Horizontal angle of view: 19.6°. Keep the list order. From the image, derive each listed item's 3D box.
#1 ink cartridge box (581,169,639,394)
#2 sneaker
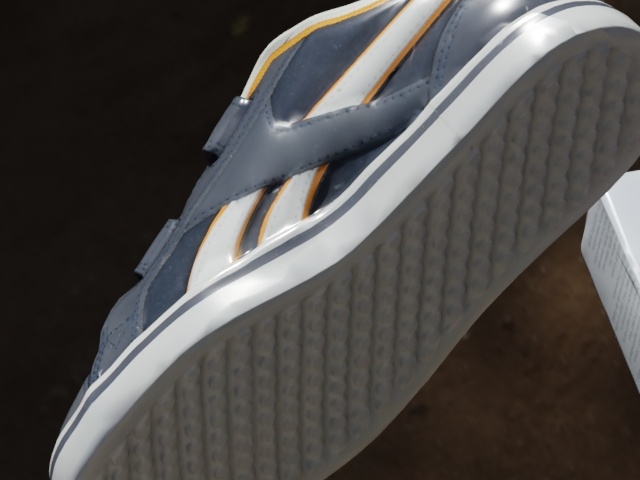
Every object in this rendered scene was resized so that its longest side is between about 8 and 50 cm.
[{"bbox_3d":[0.328,0.078,0.878,0.324,0.071,0.330,-10,50,-8],"label":"ink cartridge box"},{"bbox_3d":[0.000,0.000,0.819,0.321,0.126,0.127,-42,45,3],"label":"sneaker"}]
